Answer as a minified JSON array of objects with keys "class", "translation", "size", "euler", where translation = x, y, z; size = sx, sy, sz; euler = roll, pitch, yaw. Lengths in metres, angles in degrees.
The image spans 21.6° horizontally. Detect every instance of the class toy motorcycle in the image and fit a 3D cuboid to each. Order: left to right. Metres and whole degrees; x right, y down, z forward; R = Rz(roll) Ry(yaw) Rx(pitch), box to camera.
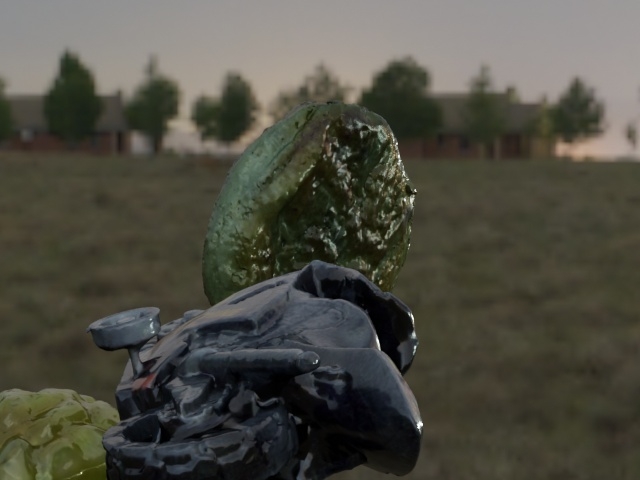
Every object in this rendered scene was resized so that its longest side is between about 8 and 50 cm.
[{"class":"toy motorcycle","translation":[-0.027,0.074,0.898],"size":[0.173,0.108,0.307],"euler":[-12,10,-2]}]

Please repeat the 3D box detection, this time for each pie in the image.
[{"class":"pie","translation":[0.000,0.000,1.663],"size":[0.277,0.277,0.078],"euler":[-2,13,-41]}]

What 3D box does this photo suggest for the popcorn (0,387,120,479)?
[{"class":"popcorn","translation":[-0.157,0.204,1.020],"size":[0.251,0.237,0.206],"euler":[-21,-15,6]}]
